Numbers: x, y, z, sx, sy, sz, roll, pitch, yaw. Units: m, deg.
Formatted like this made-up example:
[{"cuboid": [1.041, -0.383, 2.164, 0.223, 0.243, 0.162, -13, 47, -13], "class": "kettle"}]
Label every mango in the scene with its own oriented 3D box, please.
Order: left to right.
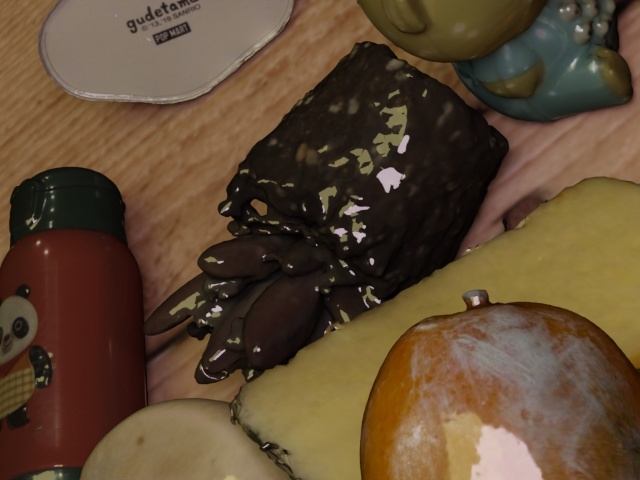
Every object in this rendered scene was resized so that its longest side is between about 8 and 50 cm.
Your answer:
[{"cuboid": [0.146, 0.214, 1.019, 0.199, 0.221, 0.384, -13, 92, 42], "class": "mango"}]

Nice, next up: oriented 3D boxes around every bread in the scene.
[{"cuboid": [0.130, 0.090, 1.231, 0.248, 0.279, 0.315, 36, 106, 48], "class": "bread"}]

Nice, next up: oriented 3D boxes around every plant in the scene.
[{"cuboid": [0.000, 0.000, 1.410, 0.194, 0.181, 0.321, 36, 90, 38], "class": "plant"}]

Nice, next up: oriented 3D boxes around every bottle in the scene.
[{"cuboid": [-0.227, 0.095, 1.554, 0.144, 0.144, 0.336, -20, 59, 27], "class": "bottle"}]

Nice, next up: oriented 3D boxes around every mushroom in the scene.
[{"cuboid": [-0.096, 0.247, 1.338, 0.246, 0.202, 0.246, 11, 111, 30], "class": "mushroom"}]

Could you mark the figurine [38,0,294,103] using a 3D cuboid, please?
[{"cuboid": [-0.146, -0.235, 1.663, 0.250, 0.167, 0.141, -11, 26, 5], "class": "figurine"}]

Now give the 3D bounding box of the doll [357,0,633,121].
[{"cuboid": [0.129, -0.207, 1.343, 0.161, 0.260, 0.177, -7, 69, 34], "class": "doll"}]
